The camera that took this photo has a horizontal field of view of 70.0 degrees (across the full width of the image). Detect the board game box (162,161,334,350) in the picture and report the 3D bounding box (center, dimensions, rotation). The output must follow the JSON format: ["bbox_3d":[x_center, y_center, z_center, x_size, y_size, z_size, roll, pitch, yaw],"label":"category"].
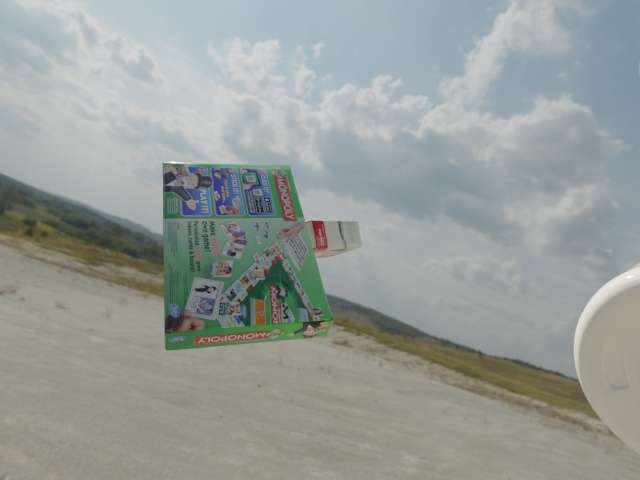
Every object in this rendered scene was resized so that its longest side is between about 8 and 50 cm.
[{"bbox_3d":[-0.122,0.003,0.677,0.213,0.318,0.046,0,-42,-19],"label":"board game box"}]

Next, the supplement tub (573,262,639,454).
[{"bbox_3d":[0.485,0.112,0.550,0.324,0.236,0.235,-13,16,-39],"label":"supplement tub"}]

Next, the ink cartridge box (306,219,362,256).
[{"bbox_3d":[0.000,0.000,0.881,0.099,0.056,0.135,-19,-12,42],"label":"ink cartridge box"}]
